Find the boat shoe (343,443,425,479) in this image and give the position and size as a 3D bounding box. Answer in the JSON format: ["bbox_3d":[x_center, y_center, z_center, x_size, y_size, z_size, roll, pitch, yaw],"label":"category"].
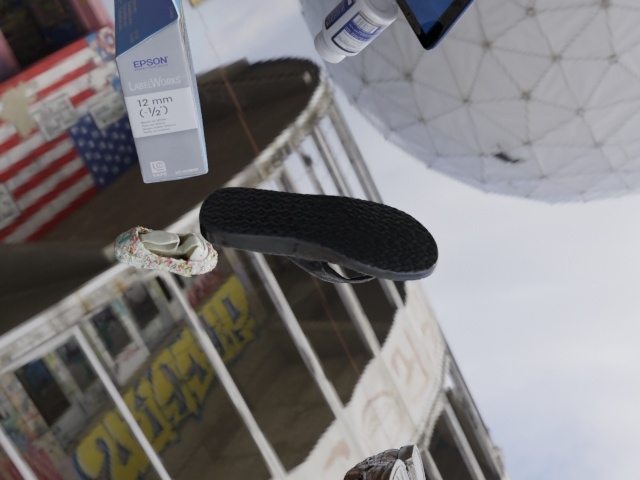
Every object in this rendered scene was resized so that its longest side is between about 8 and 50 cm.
[{"bbox_3d":[0.088,0.378,1.462,0.104,0.110,0.307,-14,173,11],"label":"boat shoe"}]

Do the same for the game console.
[{"bbox_3d":[0.197,-0.537,1.802,0.173,0.250,0.293,-24,-141,5],"label":"game console"}]

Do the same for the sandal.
[{"bbox_3d":[-0.001,-0.002,1.802,0.446,0.107,0.167,12,-133,14],"label":"sandal"}]

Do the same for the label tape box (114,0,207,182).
[{"bbox_3d":[-0.260,-0.303,1.540,0.115,0.347,0.249,-10,-138,-3],"label":"label tape box"}]

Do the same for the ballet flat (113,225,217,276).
[{"bbox_3d":[-0.275,0.017,1.866,0.241,0.091,0.077,3,146,-46],"label":"ballet flat"}]

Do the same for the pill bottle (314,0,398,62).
[{"bbox_3d":[0.062,-0.410,1.884,0.169,0.094,0.094,-35,-172,47],"label":"pill bottle"}]
